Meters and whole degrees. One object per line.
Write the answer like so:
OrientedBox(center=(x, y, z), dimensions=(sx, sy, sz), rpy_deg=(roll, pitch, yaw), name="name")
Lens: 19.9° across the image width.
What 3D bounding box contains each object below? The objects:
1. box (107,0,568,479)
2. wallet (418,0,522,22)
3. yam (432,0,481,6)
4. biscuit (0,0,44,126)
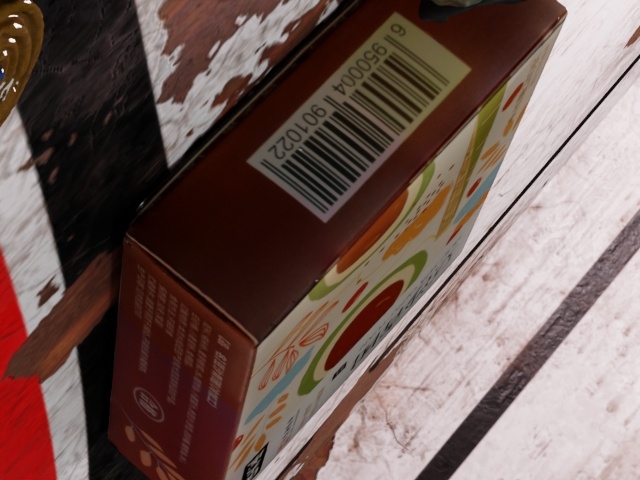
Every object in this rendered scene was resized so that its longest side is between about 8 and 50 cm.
OrientedBox(center=(0.000, 0.000, 1.364), dimensions=(0.344, 0.122, 0.385), rpy_deg=(-46, 167, -25), name="box")
OrientedBox(center=(0.194, -0.219, 0.868), dimensions=(0.041, 0.323, 0.247), rpy_deg=(67, 14, -45), name="wallet")
OrientedBox(center=(0.055, -0.237, 0.704), dimensions=(0.201, 0.202, 0.271), rpy_deg=(-40, 168, -42), name="yam")
OrientedBox(center=(-0.168, -0.064, 0.772), dimensions=(0.124, 0.026, 0.175), rpy_deg=(-51, 169, -6), name="biscuit")
